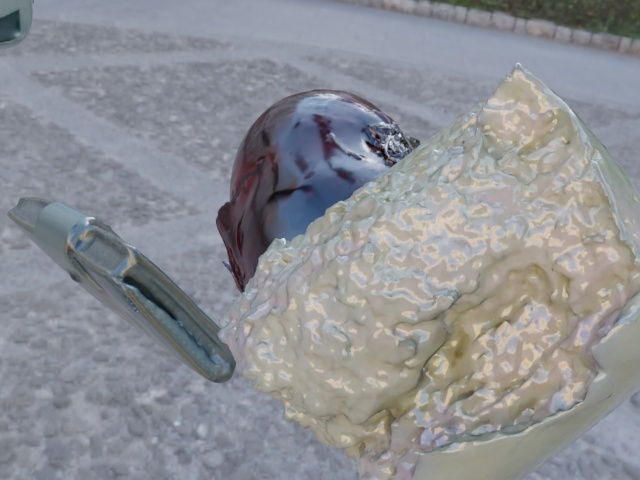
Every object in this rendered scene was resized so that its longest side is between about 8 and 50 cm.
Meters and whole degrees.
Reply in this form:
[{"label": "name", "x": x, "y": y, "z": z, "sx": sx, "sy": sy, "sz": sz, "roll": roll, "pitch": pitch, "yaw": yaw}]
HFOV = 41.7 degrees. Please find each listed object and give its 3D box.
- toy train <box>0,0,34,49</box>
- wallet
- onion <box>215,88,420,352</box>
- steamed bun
[{"label": "toy train", "x": -0.253, "y": -0.290, "z": 0.581, "sx": 0.086, "sy": 0.407, "sz": 0.088, "roll": -7, "pitch": 46, "yaw": -17}, {"label": "wallet", "x": -0.275, "y": 0.049, "z": 1.126, "sx": 0.360, "sy": 0.252, "sz": 0.083, "roll": 21, "pitch": 65, "yaw": 46}, {"label": "onion", "x": 0.013, "y": -0.013, "z": 0.792, "sx": 0.280, "sy": 0.281, "sz": 0.221, "roll": 26, "pitch": 15, "yaw": 31}, {"label": "steamed bun", "x": 0.075, "y": 0.037, "z": 0.442, "sx": 0.200, "sy": 0.225, "sz": 0.170, "roll": 33, "pitch": 33, "yaw": -12}]
